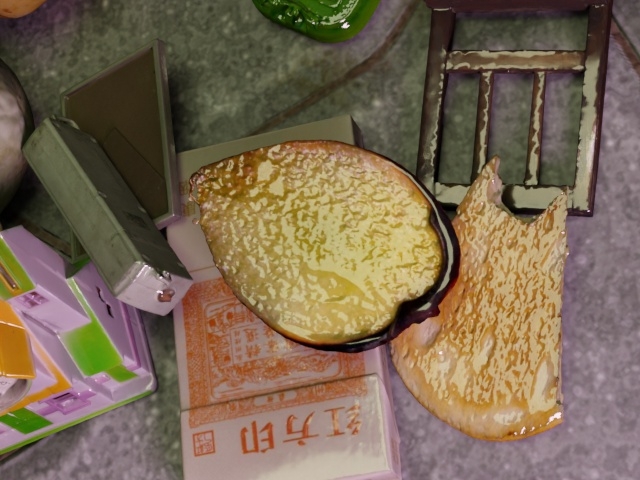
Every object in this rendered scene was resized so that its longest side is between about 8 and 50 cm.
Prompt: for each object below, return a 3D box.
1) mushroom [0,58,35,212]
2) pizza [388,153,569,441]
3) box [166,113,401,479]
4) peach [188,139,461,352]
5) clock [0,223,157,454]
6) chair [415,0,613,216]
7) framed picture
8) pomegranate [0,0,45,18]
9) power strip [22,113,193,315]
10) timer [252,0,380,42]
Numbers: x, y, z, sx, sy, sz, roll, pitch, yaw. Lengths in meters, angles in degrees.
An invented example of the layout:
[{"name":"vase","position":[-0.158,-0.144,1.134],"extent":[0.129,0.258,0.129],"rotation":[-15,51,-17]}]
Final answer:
[{"name":"mushroom","position":[-0.399,-0.141,1.678],"extent":[0.164,0.189,0.267],"rotation":[-40,93,3]},{"name":"pizza","position":[0.152,0.051,1.538],"extent":[0.181,0.034,0.262],"rotation":[8,84,22]},{"name":"box","position":[-0.042,0.069,1.601],"extent":[0.204,0.051,0.365],"rotation":[-12,67,13]},{"name":"peach","position":[0.002,0.001,1.548],"extent":[0.279,0.068,0.189],"rotation":[29,88,22]},{"name":"clock","position":[-0.325,0.087,1.545],"extent":[0.235,0.309,0.166],"rotation":[-23,64,9]},{"name":"chair","position":[0.167,-0.259,1.551],"extent":[0.203,0.240,0.416],"rotation":[2,71,17]},{"name":"framed picture","position":[-0.206,-0.089,1.704],"extent":[0.150,0.015,0.203],"rotation":[-25,61,34]},{"name":"pomegranate","position":[-0.346,-0.344,1.778],"extent":[0.215,0.215,0.215],"rotation":[-6,69,16]},{"name":"power strip","position":[-0.211,-0.027,1.624],"extent":[0.052,0.078,0.272],"rotation":[-50,50,13]},{"name":"timer","position":[0.001,-0.274,1.718],"extent":[0.140,0.047,0.128],"rotation":[26,81,25]}]
